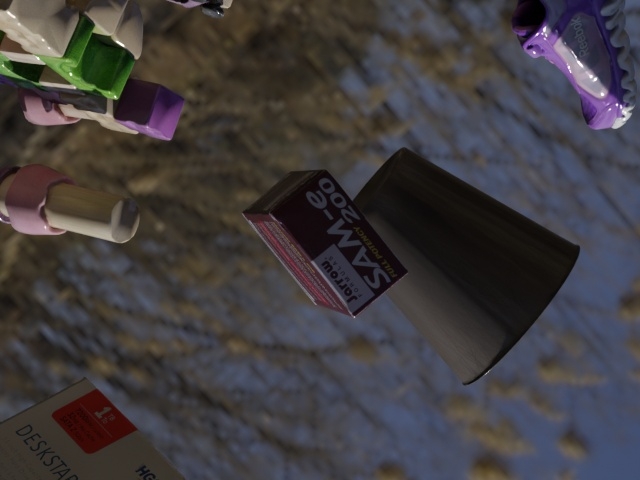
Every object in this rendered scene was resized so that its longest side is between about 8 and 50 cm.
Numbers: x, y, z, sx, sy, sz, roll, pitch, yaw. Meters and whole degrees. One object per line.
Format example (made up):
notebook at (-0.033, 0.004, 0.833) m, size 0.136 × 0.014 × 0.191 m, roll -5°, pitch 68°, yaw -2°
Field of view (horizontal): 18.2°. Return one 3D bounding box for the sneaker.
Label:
sneaker at (0.230, -0.193, 1.847) m, size 0.104 × 0.236 × 0.095 m, roll -18°, pitch -134°, yaw -1°

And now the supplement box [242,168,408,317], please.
supplement box at (0.000, 0.000, 1.956) m, size 0.073 × 0.130 × 0.239 m, roll -40°, pitch -173°, yaw -5°

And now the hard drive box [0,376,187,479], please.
hard drive box at (-0.229, 0.229, 1.528) m, size 0.232 × 0.089 × 0.181 m, roll -28°, pitch -141°, yaw -23°

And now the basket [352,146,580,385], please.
basket at (0.141, 0.013, 2.239) m, size 0.204 × 0.227 × 0.154 m, roll -50°, pitch -173°, yaw 2°

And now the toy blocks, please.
toy blocks at (-0.284, -0.189, 1.785) m, size 0.260 × 0.288 × 0.309 m, roll 12°, pitch -105°, yaw 36°
